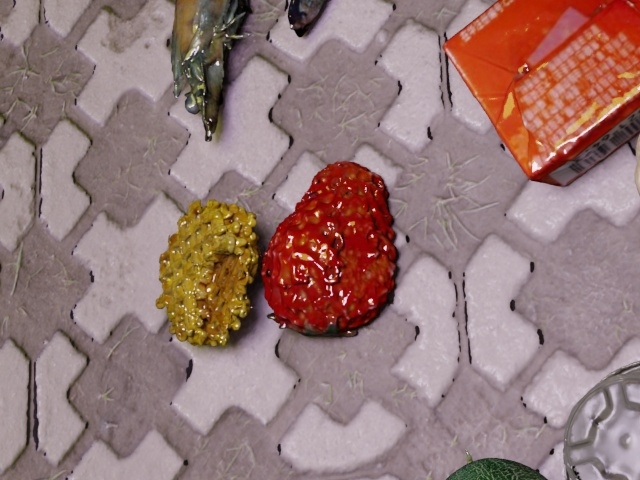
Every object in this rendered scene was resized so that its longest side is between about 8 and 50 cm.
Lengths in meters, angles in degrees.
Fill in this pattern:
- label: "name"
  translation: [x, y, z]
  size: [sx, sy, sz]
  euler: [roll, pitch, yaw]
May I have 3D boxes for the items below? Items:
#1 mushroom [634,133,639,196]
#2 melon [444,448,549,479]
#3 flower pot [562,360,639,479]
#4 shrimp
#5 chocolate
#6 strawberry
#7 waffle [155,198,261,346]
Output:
- label: "mushroom"
  translation: [0.419, -0.084, 1.770]
  size: [0.148, 0.112, 0.148]
  euler: [-18, 57, 29]
- label: "melon"
  translation: [0.206, 0.353, 1.702]
  size: [0.182, 0.182, 0.288]
  euler: [-31, 54, 18]
- label: "flower pot"
  translation: [0.348, 0.226, 1.688]
  size: [0.235, 0.140, 0.235]
  euler: [-11, 69, 30]
- label: "shrimp"
  translation: [-0.089, -0.342, 2.188]
  size: [0.272, 0.085, 0.445]
  euler: [3, 71, 26]
- label: "chocolate"
  translation: [0.305, -0.211, 1.886]
  size: [0.237, 0.108, 0.235]
  euler: [-39, 58, 15]
- label: "strawberry"
  translation: [0.000, 0.000, 1.989]
  size: [0.190, 0.111, 0.236]
  euler: [4, 75, 34]
- label: "waffle"
  translation: [-0.146, 0.041, 2.049]
  size: [0.197, 0.070, 0.193]
  euler: [-2, 77, 58]
